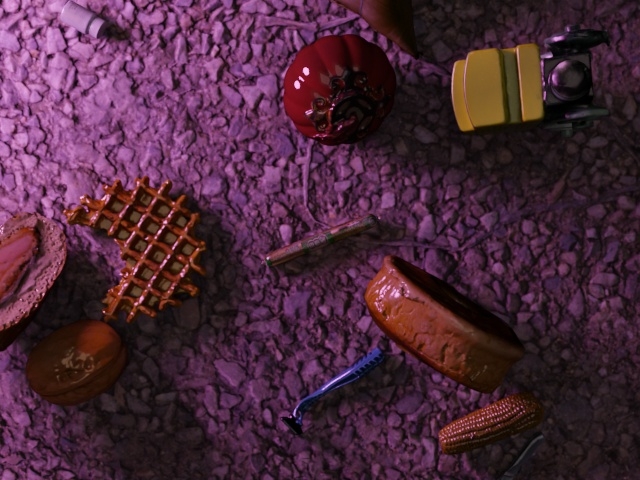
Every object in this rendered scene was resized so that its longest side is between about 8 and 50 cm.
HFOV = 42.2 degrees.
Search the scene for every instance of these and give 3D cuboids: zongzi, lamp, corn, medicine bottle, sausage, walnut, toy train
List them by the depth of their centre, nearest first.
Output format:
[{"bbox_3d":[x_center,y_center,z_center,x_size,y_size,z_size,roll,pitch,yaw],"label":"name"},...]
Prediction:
[{"bbox_3d":[0.377,-0.275,1.533,0.272,0.442,0.179,-5,94,12],"label":"toy train"},{"bbox_3d":[0.040,-0.288,1.617,0.227,0.227,0.226,0,93,-2],"label":"lamp"},{"bbox_3d":[0.156,-0.496,1.620,0.256,0.228,0.115,42,49,-6],"label":"zongzi"},{"bbox_3d":[-0.488,0.246,1.664,0.207,0.159,0.159,-24,94,-3],"label":"walnut"},{"bbox_3d":[-0.478,-0.444,1.674,0.083,0.047,0.047,28,92,-4],"label":"medicine bottle"},{"bbox_3d":[0.000,0.000,1.723,0.269,0.033,0.032,-22,94,0],"label":"sausage"},{"bbox_3d":[0.355,0.382,1.736,0.231,0.080,0.080,-21,94,2],"label":"corn"}]

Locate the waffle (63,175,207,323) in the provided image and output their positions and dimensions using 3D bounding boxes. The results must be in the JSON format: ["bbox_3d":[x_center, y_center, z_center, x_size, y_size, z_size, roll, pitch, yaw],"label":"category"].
[{"bbox_3d":[-0.361,0.012,1.698,0.260,0.069,0.293,-18,91,-3],"label":"waffle"}]

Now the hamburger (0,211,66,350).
[{"bbox_3d":[-0.630,0.110,1.621,0.162,0.330,0.209,32,134,-10],"label":"hamburger"}]

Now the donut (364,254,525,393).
[{"bbox_3d":[0.233,0.168,1.617,0.330,0.330,0.160,31,103,-3],"label":"donut"}]

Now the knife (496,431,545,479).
[{"bbox_3d":[0.409,0.493,1.774,0.028,0.015,0.210,39,92,-9],"label":"knife"}]

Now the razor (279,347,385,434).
[{"bbox_3d":[0.028,0.308,1.738,0.253,0.042,0.082,-37,136,0],"label":"razor"}]
